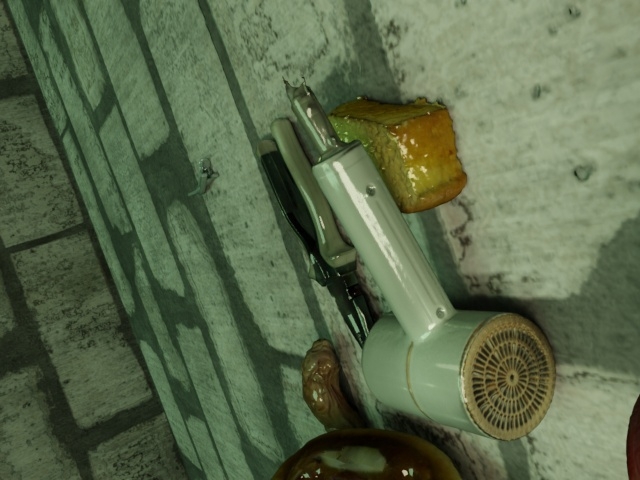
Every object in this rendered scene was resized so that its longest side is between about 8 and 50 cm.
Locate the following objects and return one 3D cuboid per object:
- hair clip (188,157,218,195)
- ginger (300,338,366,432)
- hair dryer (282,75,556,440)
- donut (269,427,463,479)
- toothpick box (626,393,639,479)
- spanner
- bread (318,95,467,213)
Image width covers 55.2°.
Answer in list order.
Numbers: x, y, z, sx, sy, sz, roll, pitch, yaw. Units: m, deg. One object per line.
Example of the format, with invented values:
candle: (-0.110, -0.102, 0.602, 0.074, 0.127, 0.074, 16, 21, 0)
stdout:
hair clip: (-0.213, -0.109, 1.101, 0.115, 0.030, 0.039, 141, 124, -59)
ginger: (0.022, 0.279, 0.883, 0.084, 0.122, 0.290, -10, 99, 30)
hair dryer: (0.059, 0.011, 0.556, 0.357, 0.107, 0.173, 61, 153, -11)
donut: (0.033, 0.372, 0.690, 0.330, 0.330, 0.160, 30, 157, 50)
toothpick box: (0.254, 0.013, 0.160, 0.204, 0.204, 0.333, 47, 145, 35)
spanner: (0.000, 0.000, 0.781, 0.325, 0.040, 0.095, 64, 152, 10)
bread: (0.056, -0.083, 0.602, 0.187, 0.065, 0.103, 26, 137, 54)
